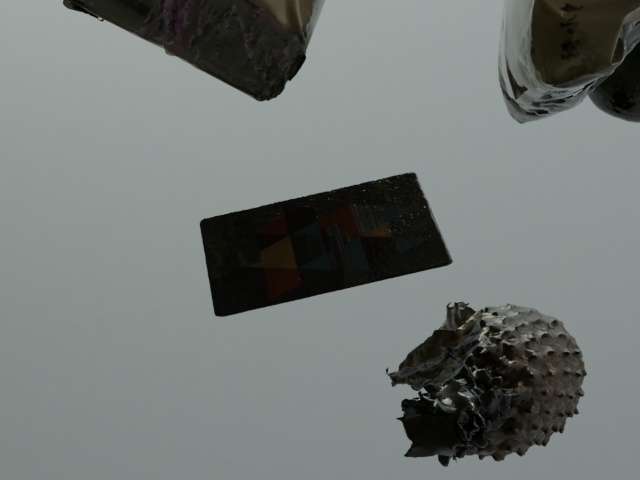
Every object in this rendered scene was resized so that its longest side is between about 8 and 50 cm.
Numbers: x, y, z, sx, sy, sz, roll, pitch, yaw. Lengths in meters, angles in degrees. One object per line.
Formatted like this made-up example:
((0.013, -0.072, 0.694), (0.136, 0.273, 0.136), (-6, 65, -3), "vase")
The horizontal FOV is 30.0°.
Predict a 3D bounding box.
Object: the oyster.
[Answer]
((0.107, 0.102, 1.088), (0.103, 0.051, 0.148), (-42, 179, 1), "oyster")

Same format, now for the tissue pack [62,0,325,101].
((-0.090, -0.268, 1.087), (0.123, 0.215, 0.257), (-54, -167, 42), "tissue pack")

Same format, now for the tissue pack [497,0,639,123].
((0.292, -0.299, 1.184), (0.390, 0.195, 0.375), (29, 80, -89), "tissue pack")

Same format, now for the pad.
((0.000, 0.000, 1.079), (0.143, 0.211, 0.003), (-107, -176, -50), "pad")

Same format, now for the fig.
((0.413, -0.257, 1.454), (0.245, 0.195, 0.195), (121, -27, -64), "fig")

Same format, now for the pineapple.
((0.205, 0.190, 1.503), (0.202, 0.362, 0.202), (2, -86, 27), "pineapple")
